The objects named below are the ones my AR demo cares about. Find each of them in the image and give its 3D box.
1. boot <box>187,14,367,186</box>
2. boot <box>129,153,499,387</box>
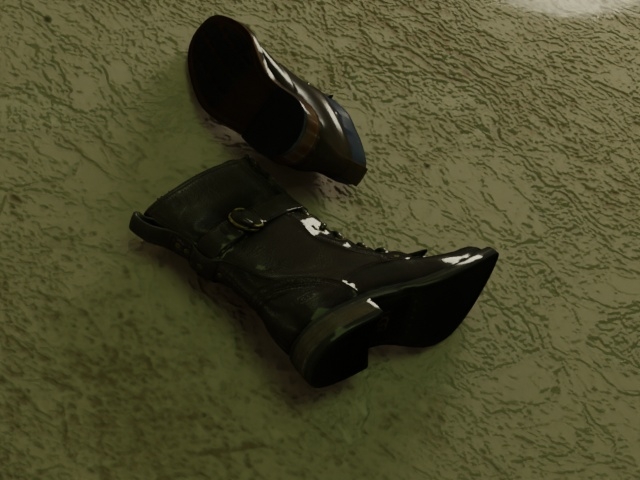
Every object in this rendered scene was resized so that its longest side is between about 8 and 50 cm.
[{"bbox_3d":[-0.041,-0.121,1.644,0.106,0.082,0.219,29,17,-43],"label":"boot"},{"bbox_3d":[0.000,0.000,1.533,0.263,0.091,0.229,-19,52,-41],"label":"boot"}]
